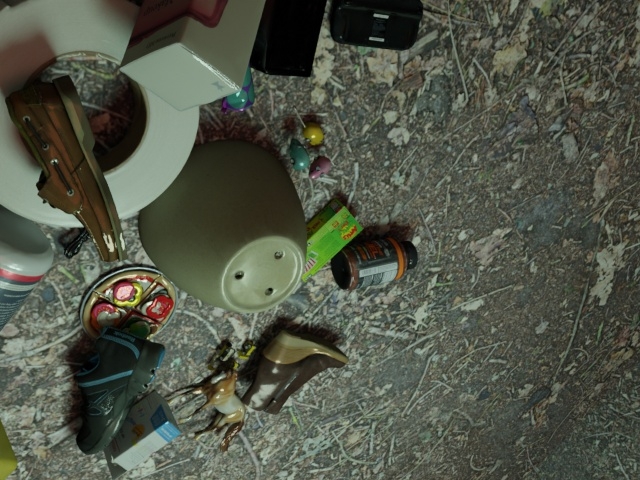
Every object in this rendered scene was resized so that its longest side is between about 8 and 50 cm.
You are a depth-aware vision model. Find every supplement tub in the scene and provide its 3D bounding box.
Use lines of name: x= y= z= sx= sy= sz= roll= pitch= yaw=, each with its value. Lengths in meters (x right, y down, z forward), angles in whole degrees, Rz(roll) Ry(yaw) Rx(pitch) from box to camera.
supplement tub: x=-0.592 y=0.075 z=1.139 sx=0.272 sy=0.191 sz=0.191 roll=-50 pitch=133 yaw=7
supplement tub: x=0.131 y=0.051 z=1.636 sx=0.198 sy=0.106 sz=0.106 roll=-11 pitch=126 yaw=-27

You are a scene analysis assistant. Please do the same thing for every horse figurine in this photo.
horse figurine: x=-0.247 y=0.406 z=1.673 sx=0.174 sy=0.066 sz=0.263 roll=-29 pitch=132 yaw=-8

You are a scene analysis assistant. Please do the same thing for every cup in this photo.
cup: x=-0.156 y=0.006 z=1.335 sx=0.331 sy=0.237 sz=0.331 roll=-16 pitch=129 yaw=-21

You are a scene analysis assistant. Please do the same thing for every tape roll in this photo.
tape roll: x=-0.388 y=-0.210 z=1.122 sx=0.392 sy=0.072 sz=0.392 roll=-17 pitch=123 yaw=-27

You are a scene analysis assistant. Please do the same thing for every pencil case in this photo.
pencil case: x=-0.158 y=-0.306 z=1.232 sx=0.070 sy=0.064 sz=0.152 roll=-34 pitch=134 yaw=-29

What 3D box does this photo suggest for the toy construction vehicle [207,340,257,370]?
toy construction vehicle: x=-0.209 y=0.271 z=1.630 sx=0.098 sy=0.035 sz=0.086 roll=-52 pitch=143 yaw=13

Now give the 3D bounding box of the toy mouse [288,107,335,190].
toy mouse: x=-0.017 y=-0.164 z=1.390 sx=0.161 sy=0.031 sz=0.143 roll=40 pitch=59 yaw=-45

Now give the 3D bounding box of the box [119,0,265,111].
box: x=-0.187 y=-0.339 z=1.060 sx=0.127 sy=0.148 sz=0.232 roll=33 pitch=60 yaw=-42

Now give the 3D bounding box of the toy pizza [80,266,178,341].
toy pizza: x=-0.388 y=0.143 z=1.424 sx=0.201 sy=0.032 sz=0.201 roll=-17 pitch=128 yaw=-22

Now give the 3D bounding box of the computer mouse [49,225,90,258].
computer mouse: x=-0.471 y=-0.052 z=1.228 sx=0.106 sy=0.042 sz=0.193 roll=-41 pitch=133 yaw=0

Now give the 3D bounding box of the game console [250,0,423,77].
game console: x=0.037 y=-0.408 z=1.300 sx=0.361 sy=0.044 sz=0.213 roll=-3 pitch=124 yaw=-30

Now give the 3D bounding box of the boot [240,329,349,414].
boot: x=-0.062 y=0.332 z=1.703 sx=0.248 sy=0.090 sz=0.207 roll=24 pitch=98 yaw=-40

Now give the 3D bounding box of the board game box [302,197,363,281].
board game box: x=0.000 y=0.000 z=1.560 sx=0.181 sy=0.043 sz=0.092 roll=-43 pitch=134 yaw=1

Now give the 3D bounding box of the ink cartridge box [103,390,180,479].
ink cartridge box: x=-0.419 y=0.439 z=1.561 sx=0.181 sy=0.104 sz=0.061 roll=-36 pitch=133 yaw=-6

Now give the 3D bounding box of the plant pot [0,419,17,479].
plant pot: x=-0.707 y=0.406 z=1.302 sx=0.212 sy=0.212 sz=0.187 roll=-45 pitch=145 yaw=3

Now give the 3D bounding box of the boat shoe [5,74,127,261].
boat shoe: x=-0.389 y=-0.095 z=1.074 sx=0.104 sy=0.110 sz=0.307 roll=-22 pitch=115 yaw=-19

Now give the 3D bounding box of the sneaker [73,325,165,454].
sneaker: x=-0.452 y=0.313 z=1.461 sx=0.139 sy=0.125 sz=0.341 roll=30 pitch=115 yaw=-10
